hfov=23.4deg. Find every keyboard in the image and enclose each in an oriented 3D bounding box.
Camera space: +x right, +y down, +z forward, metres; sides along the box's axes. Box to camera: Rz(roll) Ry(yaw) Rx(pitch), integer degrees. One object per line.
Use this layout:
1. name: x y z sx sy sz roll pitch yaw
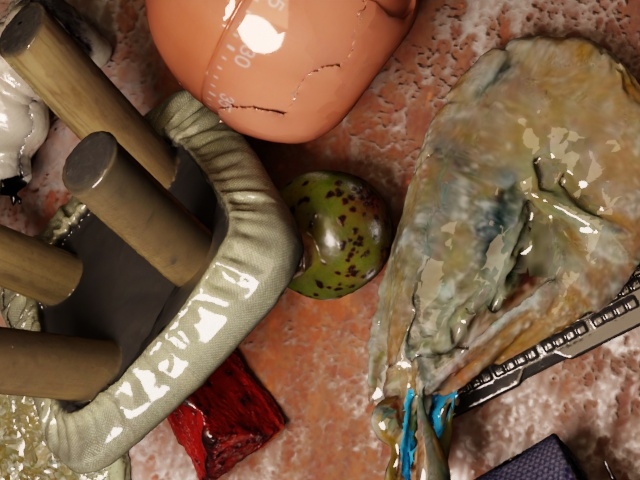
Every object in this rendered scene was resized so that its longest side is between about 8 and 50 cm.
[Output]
1. keyboard: 0.181 0.075 1.402 0.262 0.016 0.106 -28 82 14

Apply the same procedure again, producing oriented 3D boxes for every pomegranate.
1. pomegranate: 0.005 0.000 1.399 0.130 0.130 0.130 0 89 16

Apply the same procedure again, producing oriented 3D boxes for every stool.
1. stool: -0.217 -0.008 1.347 0.310 0.226 0.310 -45 43 10

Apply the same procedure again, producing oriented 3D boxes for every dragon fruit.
1. dragon fruit: -0.139 0.136 1.445 0.092 0.122 0.192 -42 81 26

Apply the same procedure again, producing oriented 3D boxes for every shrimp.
1. shrimp: 0.160 0.028 1.358 0.221 0.110 0.445 21 84 15

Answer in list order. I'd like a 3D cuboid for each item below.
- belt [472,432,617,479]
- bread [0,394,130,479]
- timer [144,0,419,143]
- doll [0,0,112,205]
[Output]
1. belt: 0.228 0.284 1.328 0.126 0.139 0.230 -31 79 8
2. bread: -0.311 0.228 1.529 0.267 0.040 0.267 0 89 15
3. timer: -0.032 -0.206 1.359 0.215 0.229 0.229 40 99 5
4. doll: -0.297 -0.152 1.505 0.149 0.095 0.192 36 96 11
